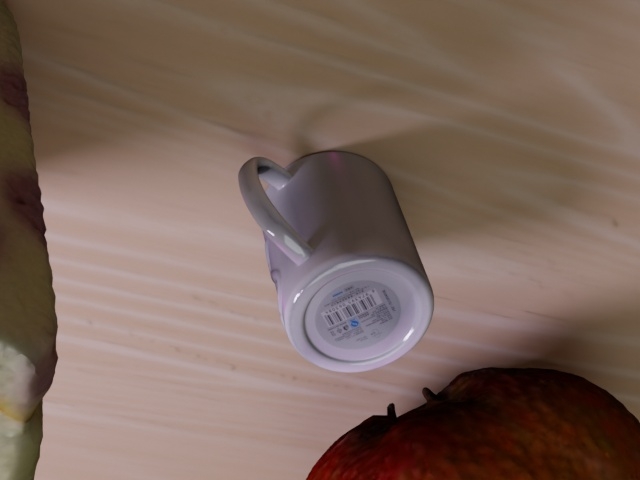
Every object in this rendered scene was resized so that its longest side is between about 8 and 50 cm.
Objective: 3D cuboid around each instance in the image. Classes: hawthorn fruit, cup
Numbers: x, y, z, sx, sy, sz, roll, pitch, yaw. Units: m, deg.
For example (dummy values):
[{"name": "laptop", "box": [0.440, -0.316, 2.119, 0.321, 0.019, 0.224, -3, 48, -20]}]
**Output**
[{"name": "hawthorn fruit", "box": [0.138, 0.278, 0.899, 0.285, 0.285, 0.368, -14, 93, 1]}, {"name": "cup", "box": [-0.002, 0.009, 0.793, 0.136, 0.133, 0.099, 12, 122, -19]}]

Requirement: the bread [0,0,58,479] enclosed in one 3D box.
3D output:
[{"name": "bread", "box": [-0.231, -0.003, 0.617, 0.155, 0.338, 0.187, 4, 128, -21]}]
